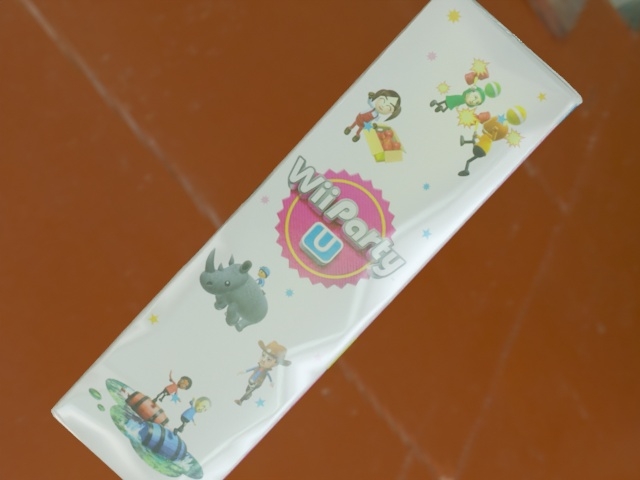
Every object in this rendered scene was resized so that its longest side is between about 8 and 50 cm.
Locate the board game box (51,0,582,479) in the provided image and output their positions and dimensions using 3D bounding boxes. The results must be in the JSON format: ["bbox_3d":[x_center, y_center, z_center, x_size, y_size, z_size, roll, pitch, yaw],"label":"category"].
[{"bbox_3d":[0.000,0.000,1.041,0.097,0.303,0.224,42,5,-2],"label":"board game box"}]
